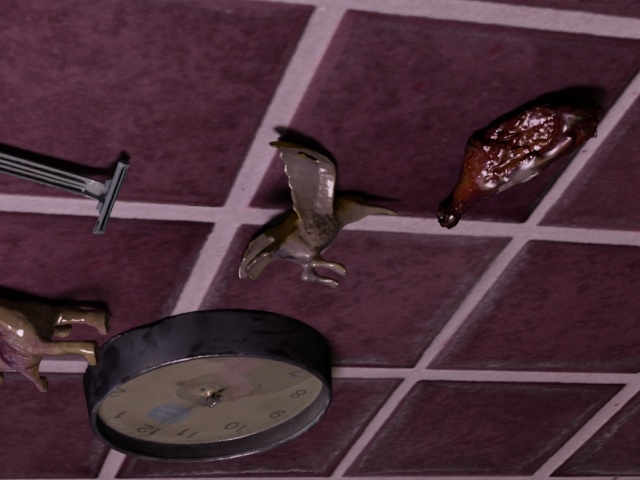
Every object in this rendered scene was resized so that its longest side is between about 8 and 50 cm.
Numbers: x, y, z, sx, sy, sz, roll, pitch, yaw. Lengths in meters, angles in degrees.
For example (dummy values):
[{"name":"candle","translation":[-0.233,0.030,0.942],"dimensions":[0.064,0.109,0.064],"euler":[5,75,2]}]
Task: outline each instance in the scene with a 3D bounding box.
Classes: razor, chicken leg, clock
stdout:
[{"name":"razor","translation":[-0.257,-0.061,1.271],"dimensions":[0.191,0.037,0.068],"euler":[16,99,-30]},{"name":"chicken leg","translation":[0.169,-0.068,1.367],"dimensions":[0.205,0.053,0.093],"euler":[-26,160,32]},{"name":"clock","translation":[-0.122,0.166,1.666],"dimensions":[0.280,0.055,0.281],"euler":[-7,149,-4]}]

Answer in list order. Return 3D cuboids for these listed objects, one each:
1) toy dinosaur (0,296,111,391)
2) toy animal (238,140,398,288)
[{"name":"toy dinosaur","translation":[-0.310,0.087,1.473],"dimensions":[0.199,0.072,0.251],"euler":[0,159,5]},{"name":"toy animal","translation":[0.000,0.000,1.387],"dimensions":[0.155,0.095,0.219],"euler":[6,147,-17]}]
